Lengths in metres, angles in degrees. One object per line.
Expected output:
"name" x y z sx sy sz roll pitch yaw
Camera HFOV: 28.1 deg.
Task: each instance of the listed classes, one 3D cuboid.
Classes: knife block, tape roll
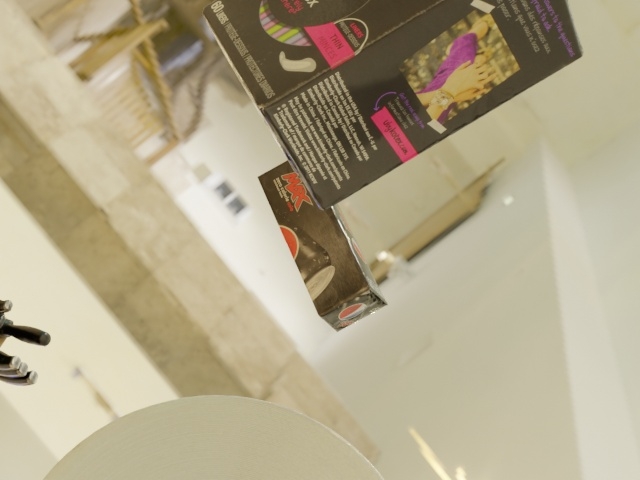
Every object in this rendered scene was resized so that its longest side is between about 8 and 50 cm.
"knife block" -0.455 0.121 1.626 0.088 0.242 0.275 -59 180 -23
"tape roll" -0.097 0.333 1.155 0.392 0.392 0.072 -40 161 -19

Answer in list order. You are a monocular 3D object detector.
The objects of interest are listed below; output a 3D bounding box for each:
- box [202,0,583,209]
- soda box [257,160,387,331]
"box" 0.062 -0.180 1.106 0.270 0.143 0.165 -31 -134 0
"soda box" 0.000 0.000 1.232 0.060 0.168 0.053 -29 151 7
